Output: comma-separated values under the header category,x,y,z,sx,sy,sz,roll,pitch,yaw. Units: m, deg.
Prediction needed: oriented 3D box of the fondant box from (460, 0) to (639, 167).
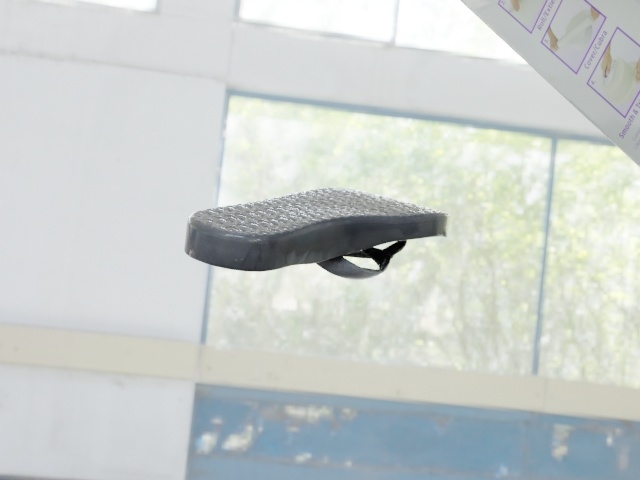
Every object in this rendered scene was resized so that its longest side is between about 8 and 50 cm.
category,x,y,z,sx,sy,sz,roll,pitch,yaw
fondant box,0.279,-0.148,0.807,0.238,0.096,0.330,-10,46,-34

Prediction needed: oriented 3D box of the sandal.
category,x,y,z,sx,sy,sz,roll,pitch,yaw
sandal,-0.001,0.000,0.821,0.097,0.055,0.254,19,19,41
